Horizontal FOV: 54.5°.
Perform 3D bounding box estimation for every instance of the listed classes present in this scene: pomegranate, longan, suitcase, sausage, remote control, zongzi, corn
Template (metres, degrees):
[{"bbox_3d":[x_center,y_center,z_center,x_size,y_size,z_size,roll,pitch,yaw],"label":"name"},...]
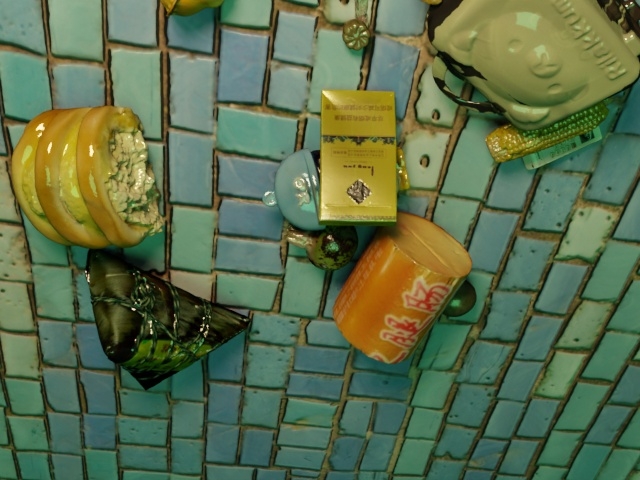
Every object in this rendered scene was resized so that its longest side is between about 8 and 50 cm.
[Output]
[{"bbox_3d":[0.006,-0.007,1.424,0.163,0.125,0.138,31,139,1],"label":"pomegranate"},{"bbox_3d":[0.335,0.143,1.548,0.106,0.106,0.119,-13,163,7],"label":"longan"},{"bbox_3d":[0.362,-0.350,1.120,0.352,0.194,0.339,34,143,-27],"label":"suitcase"},{"bbox_3d":[0.183,0.111,1.437,0.233,0.233,0.287,20,123,-14],"label":"sausage"},{"bbox_3d":[0.516,-0.214,1.343,0.166,0.029,0.065,-24,114,10],"label":"remote control"},{"bbox_3d":[-0.430,0.248,1.529,0.383,0.319,0.362,25,120,-38],"label":"zongzi"},{"bbox_3d":[0.471,-0.239,1.280,0.262,0.097,0.097,-24,122,11],"label":"corn"}]

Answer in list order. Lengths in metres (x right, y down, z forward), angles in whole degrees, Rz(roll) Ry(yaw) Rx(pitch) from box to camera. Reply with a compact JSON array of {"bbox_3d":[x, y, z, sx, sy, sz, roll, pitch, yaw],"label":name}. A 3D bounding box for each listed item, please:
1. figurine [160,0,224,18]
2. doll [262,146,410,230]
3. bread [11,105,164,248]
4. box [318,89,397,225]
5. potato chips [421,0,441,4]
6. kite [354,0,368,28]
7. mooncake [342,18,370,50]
[{"bbox_3d":[-0.206,-0.498,1.085,0.156,0.131,0.246,27,106,-16],"label":"figurine"},{"bbox_3d":[0.030,-0.120,1.328,0.314,0.141,0.177,-14,93,-1],"label":"doll"},{"bbox_3d":[-0.485,-0.115,1.280,0.270,0.211,0.315,-3,121,2],"label":"bread"},{"bbox_3d":[0.075,-0.168,1.247,0.153,0.278,0.041,1,168,-2],"label":"box"},{"bbox_3d":[0.164,-0.600,1.018,0.057,0.080,0.406,-5,110,2],"label":"potato chips"},{"bbox_3d":[0.075,-0.514,1.139,0.335,0.011,0.314,-7,124,4],"label":"kite"},{"bbox_3d":[-0.033,-0.454,1.104,0.347,0.057,0.150,9,123,-32],"label":"mooncake"}]
